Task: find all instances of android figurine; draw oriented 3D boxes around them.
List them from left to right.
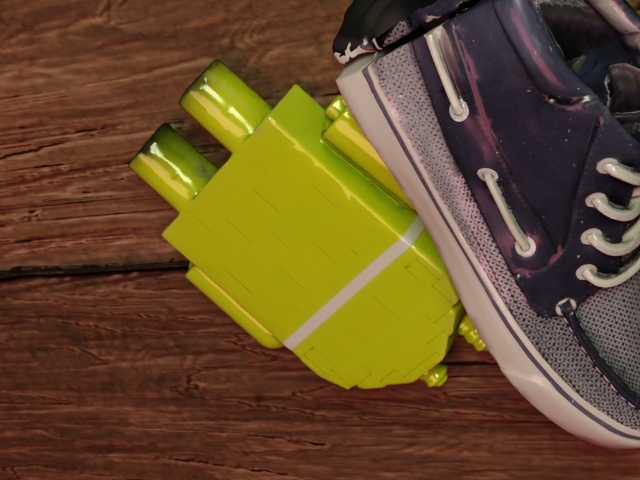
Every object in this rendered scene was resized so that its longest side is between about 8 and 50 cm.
[{"bbox_3d":[0.000,0.000,1.161,0.273,0.056,0.248,39,137,-4],"label":"android figurine"}]

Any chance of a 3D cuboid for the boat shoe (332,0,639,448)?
[{"bbox_3d":[0.155,-0.018,0.989,0.158,0.127,0.340,-17,117,50],"label":"boat shoe"}]
